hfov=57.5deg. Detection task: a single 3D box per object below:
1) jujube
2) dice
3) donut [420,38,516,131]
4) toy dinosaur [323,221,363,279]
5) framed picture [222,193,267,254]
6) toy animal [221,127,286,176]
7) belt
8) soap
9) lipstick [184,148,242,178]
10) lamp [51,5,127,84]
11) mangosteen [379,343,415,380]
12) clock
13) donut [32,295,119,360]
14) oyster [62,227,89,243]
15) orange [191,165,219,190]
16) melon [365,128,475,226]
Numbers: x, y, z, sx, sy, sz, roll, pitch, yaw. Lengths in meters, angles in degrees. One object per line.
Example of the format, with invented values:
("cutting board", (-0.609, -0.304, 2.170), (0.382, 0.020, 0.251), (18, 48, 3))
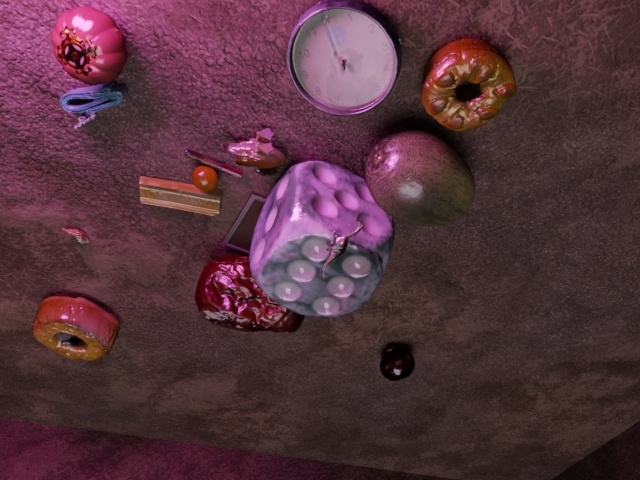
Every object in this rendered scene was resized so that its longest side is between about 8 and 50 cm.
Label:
("jujube", (-0.233, 0.189, 1.987), (0.377, 0.276, 0.276), (22, 135, -10))
("dice", (0.000, 0.000, 1.697), (0.330, 0.348, 0.328), (20, 130, -20))
("donut", (0.358, -0.382, 1.434), (0.227, 0.113, 0.226), (2, 138, 2))
("toy dinosaur", (0.038, 0.017, 1.475), (0.058, 0.037, 0.180), (30, 119, -13))
("framed picture", (-0.179, -0.033, 1.929), (0.216, 0.016, 0.273), (22, 134, -19))
("toy animal", (-0.192, -0.239, 1.660), (0.188, 0.089, 0.179), (7, 153, -12))
("belt", (-0.596, -0.365, 1.557), (0.179, 0.065, 0.100), (-9, 127, 14))
("soap", (-0.435, -0.136, 1.817), (0.252, 0.037, 0.092), (10, 139, -8))
("lipstick", (-0.316, -0.225, 1.719), (0.176, 0.027, 0.027), (21, 135, -17))
("lamp", (-0.546, -0.465, 1.394), (0.182, 0.140, 0.182), (8, 124, 12))
("mangosteen", (0.312, 0.502, 2.409), (0.152, 0.152, 0.152), (2, 138, 2))
("clock", (0.053, -0.431, 1.394), (0.281, 0.055, 0.280), (8, 128, 10))
("donut", (-0.963, 0.344, 2.303), (0.317, 0.150, 0.299), (11, 134, -8))
("oyster", (-0.825, -0.019, 1.977), (0.051, 0.034, 0.093), (2, 152, 25))
("orange", (-0.341, -0.184, 1.733), (0.085, 0.085, 0.085), (2, 138, 2))
("melon", (0.273, -0.163, 1.590), (0.329, 0.248, 0.248), (26, 133, -27))
